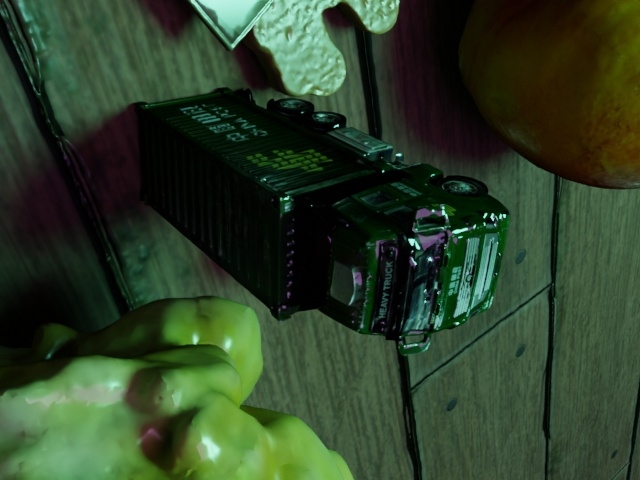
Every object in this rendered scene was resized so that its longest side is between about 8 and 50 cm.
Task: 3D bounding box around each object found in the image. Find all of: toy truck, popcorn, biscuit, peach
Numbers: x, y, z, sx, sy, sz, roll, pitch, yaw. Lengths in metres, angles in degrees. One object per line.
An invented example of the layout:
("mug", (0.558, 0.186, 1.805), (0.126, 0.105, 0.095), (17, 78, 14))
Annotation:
("toy truck", (-0.010, -0.027, 0.473), (0.121, 0.259, 0.088), (-17, 124, -33))
("popcorn", (-0.163, 0.223, 0.429), (0.344, 0.354, 0.390), (12, 108, -53))
("biscuit", (-0.031, -0.210, 0.511), (0.144, 0.040, 0.236), (-54, 132, -12))
("peach", (0.253, -0.163, 0.644), (0.280, 0.280, 0.238), (19, 62, -45))

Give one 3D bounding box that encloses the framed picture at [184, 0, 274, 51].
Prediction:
("framed picture", (-0.072, -0.234, 0.438), (0.136, 0.010, 0.201), (-52, 133, -8))
